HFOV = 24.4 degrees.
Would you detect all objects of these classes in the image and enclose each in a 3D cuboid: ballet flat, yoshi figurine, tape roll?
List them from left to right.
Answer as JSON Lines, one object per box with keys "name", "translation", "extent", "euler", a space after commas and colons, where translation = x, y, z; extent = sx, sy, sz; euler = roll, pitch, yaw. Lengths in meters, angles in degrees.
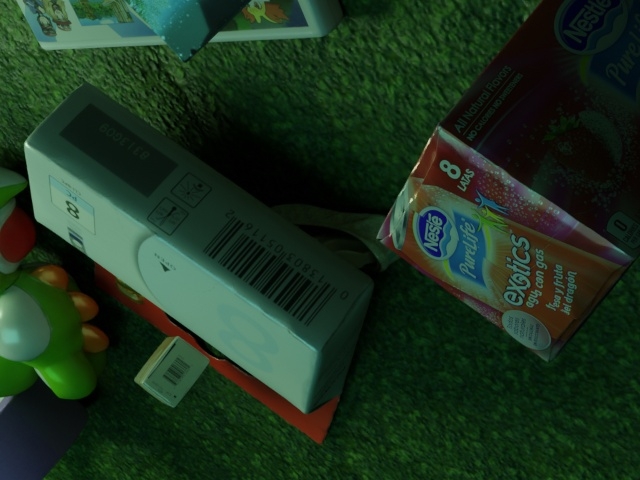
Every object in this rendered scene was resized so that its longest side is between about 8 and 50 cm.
{"name": "yoshi figurine", "translation": [-0.383, 0.040, 1.564], "extent": [0.362, 0.203, 0.203], "euler": [54, 158, -21]}
{"name": "tape roll", "translation": [-0.400, 0.264, 1.721], "extent": [0.090, 0.275, 0.275], "euler": [48, 144, -9]}
{"name": "ballet flat", "translation": [0.000, 0.000, 1.269], "extent": [0.168, 0.052, 0.057], "euler": [1, 130, 42]}

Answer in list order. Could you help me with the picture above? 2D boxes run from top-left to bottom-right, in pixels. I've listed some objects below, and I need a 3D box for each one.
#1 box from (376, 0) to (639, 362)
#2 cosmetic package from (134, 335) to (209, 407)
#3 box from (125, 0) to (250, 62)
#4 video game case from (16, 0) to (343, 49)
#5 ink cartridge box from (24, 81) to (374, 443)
{"name": "box", "translation": [0.162, -0.072, 0.871], "extent": [0.128, 0.257, 0.122], "euler": [36, 145, 8]}
{"name": "cosmetic package", "translation": [-0.147, 0.128, 1.459], "extent": [0.041, 0.060, 0.115], "euler": [38, 169, -7]}
{"name": "box", "translation": [-0.063, -0.252, 0.976], "extent": [0.233, 0.044, 0.159], "euler": [-40, 101, 24]}
{"name": "video game case", "translation": [-0.165, -0.285, 1.139], "extent": [0.329, 0.036, 0.300], "euler": [4, 130, 39]}
{"name": "ink cartridge box", "translation": [-0.120, 0.062, 1.368], "extent": [0.308, 0.091, 0.385], "euler": [34, 153, 11]}
